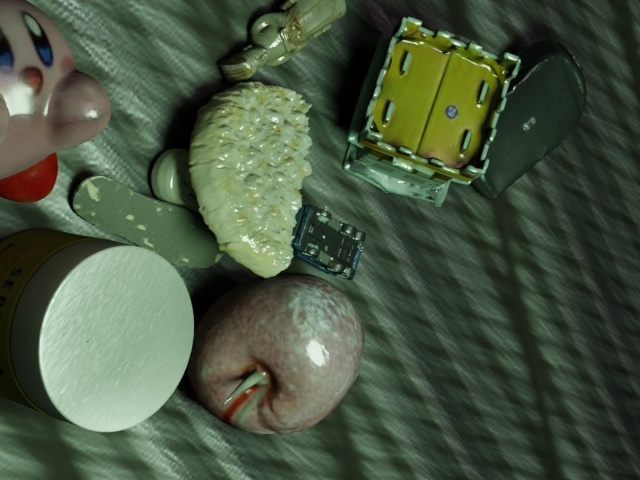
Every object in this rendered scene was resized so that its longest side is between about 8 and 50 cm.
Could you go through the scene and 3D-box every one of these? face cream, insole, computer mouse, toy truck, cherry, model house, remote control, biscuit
[{"bbox_3d":[-0.289,0.102,1.622,0.218,0.179,0.218,-9,103,-43],"label":"face cream"},{"bbox_3d":[-0.216,-0.022,1.770,0.248,0.011,0.081,27,106,-41],"label":"insole"},{"bbox_3d":[0.316,-0.205,2.235,0.295,0.087,0.168,-43,132,-16],"label":"computer mouse"},{"bbox_3d":[0.000,0.000,1.931,0.202,0.088,0.074,30,76,-58],"label":"toy truck"},{"bbox_3d":[-0.057,0.147,1.818,0.285,0.236,0.213,-34,120,-57],"label":"cherry"},{"bbox_3d":[0.152,-0.186,1.981,0.198,0.215,0.224,18,82,-6],"label":"model house"},{"bbox_3d":[-0.139,-0.050,1.839,0.221,0.042,0.078,36,71,-41],"label":"remote control"},{"bbox_3d":[-0.099,-0.104,1.800,0.179,0.084,0.281,37,48,-35],"label":"biscuit"}]

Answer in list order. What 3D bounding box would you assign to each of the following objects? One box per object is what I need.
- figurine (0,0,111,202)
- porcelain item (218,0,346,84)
[{"bbox_3d":[-0.382,-0.161,1.484,0.270,0.261,0.211,-15,80,-41],"label":"figurine"},{"bbox_3d":[-0.052,-0.283,1.877,0.213,0.054,0.084,-43,122,-30],"label":"porcelain item"}]
